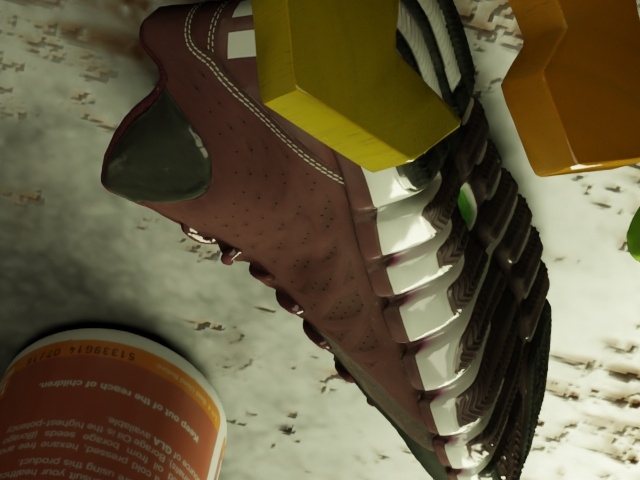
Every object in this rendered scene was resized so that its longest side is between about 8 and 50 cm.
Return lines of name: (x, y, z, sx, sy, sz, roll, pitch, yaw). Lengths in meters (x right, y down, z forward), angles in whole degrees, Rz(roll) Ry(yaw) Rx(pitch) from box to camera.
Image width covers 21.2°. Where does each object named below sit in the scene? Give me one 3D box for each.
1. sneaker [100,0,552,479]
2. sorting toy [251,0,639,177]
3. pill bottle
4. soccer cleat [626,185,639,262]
sneaker: (0.000, 0.000, 0.744, 0.162, 0.106, 0.281, 4, 132, 27)
sorting toy: (-0.008, -0.163, 0.431, 0.229, 0.307, 0.041, -7, 177, -30)
pill bottle: (-0.121, 0.154, 0.808, 0.121, 0.216, 0.121, 5, 132, 6)
soccer cleat: (0.202, -0.033, 0.686, 0.072, 0.060, 0.179, 36, 125, -22)
